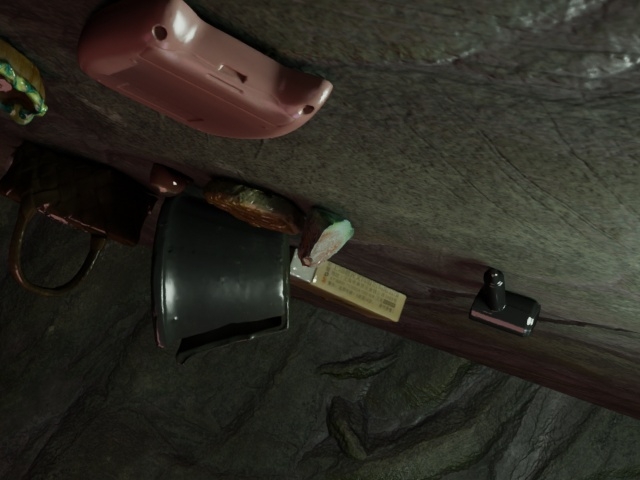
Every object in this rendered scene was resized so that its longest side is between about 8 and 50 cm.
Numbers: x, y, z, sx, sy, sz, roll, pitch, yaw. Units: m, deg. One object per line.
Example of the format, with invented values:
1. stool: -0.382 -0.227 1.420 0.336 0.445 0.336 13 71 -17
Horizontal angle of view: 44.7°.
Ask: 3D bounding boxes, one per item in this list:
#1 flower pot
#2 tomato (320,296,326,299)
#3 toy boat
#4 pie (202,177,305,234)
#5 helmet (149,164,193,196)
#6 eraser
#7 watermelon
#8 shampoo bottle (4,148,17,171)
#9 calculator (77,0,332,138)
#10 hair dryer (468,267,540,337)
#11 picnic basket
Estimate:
1. flower pot: -0.191 0.073 1.622 0.251 0.379 0.379 -1 170 3
2. tomato: 0.033 0.125 2.077 0.087 0.075 0.087 16 170 3
3. toy boat: -0.436 -0.219 0.951 0.108 0.099 0.293 17 179 15
4. pie: -0.120 -0.059 1.374 0.195 0.046 0.195 18 171 3
5. helmet: -0.282 -0.104 1.450 0.084 0.049 0.065 25 169 -28
6. eraser: 0.041 0.110 1.951 0.343 0.078 0.144 24 169 -25
7. watermelon: 0.004 -0.009 1.290 0.081 0.094 0.180 22 157 9
8. shampoo bottle: -0.680 -0.136 1.955 0.227 0.056 0.086 37 146 -11
9. calculator: -0.135 -0.158 0.788 0.220 0.048 0.329 23 174 -26
10. hair dryer: 0.314 0.093 1.324 0.114 0.070 0.248 18 163 19
11. picnic basket: -0.583 -0.023 1.769 0.337 0.337 0.293 17 171 23
